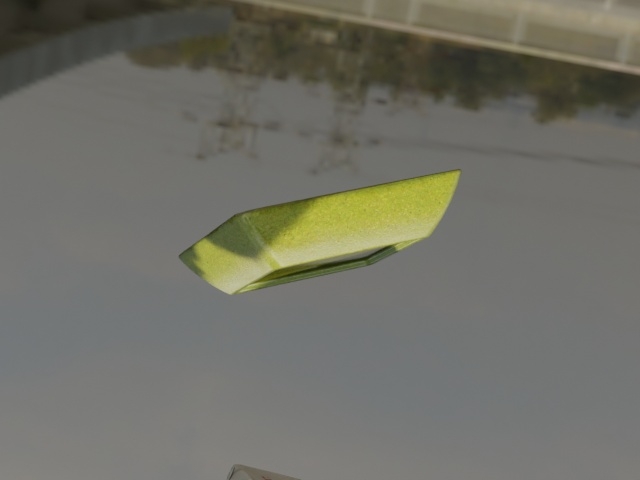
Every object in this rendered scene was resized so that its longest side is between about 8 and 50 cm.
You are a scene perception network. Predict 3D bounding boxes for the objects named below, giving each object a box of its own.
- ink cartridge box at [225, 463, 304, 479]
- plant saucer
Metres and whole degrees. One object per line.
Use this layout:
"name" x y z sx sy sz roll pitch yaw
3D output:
"ink cartridge box" 0.031 0.341 1.670 0.273 0.114 0.198 22 -171 -46
"plant saucer" 0.000 0.000 1.318 0.188 0.045 0.188 -11 173 -21
